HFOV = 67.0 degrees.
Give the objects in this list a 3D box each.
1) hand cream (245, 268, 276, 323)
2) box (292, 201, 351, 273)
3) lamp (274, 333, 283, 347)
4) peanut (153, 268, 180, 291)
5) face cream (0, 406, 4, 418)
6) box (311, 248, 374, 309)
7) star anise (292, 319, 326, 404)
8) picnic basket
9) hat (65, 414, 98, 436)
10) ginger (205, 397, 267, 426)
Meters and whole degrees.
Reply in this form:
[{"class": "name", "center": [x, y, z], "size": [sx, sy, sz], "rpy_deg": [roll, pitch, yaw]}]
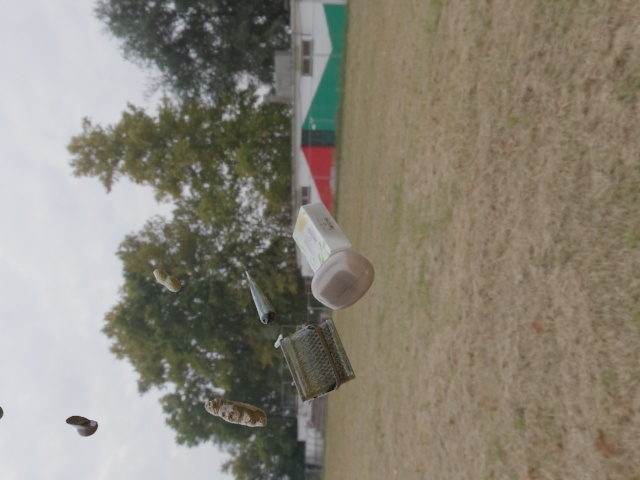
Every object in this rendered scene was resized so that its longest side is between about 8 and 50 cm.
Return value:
[{"class": "hand cream", "center": [-0.211, 0.200, 1.687], "size": [0.235, 0.055, 0.086], "rpy_deg": [57, 169, 44]}, {"class": "box", "center": [0.000, 0.000, 1.988], "size": [0.261, 0.110, 0.195], "rpy_deg": [59, 147, 32]}, {"class": "lamp", "center": [-0.100, 0.460, 2.101], "size": [0.056, 0.198, 0.050], "rpy_deg": [-69, 20, 1]}, {"class": "peanut", "center": [-0.415, 0.108, 1.307], "size": [0.037, 0.083, 0.037], "rpy_deg": [-52, 13, 17]}, {"class": "face cream", "center": [-1.030, 0.445, 1.336], "size": [0.285, 0.139, 0.068], "rpy_deg": [74, -157, -57]}, {"class": "box", "center": [0.061, 0.111, 1.348], "size": [0.200, 0.145, 0.088], "rpy_deg": [-51, 11, 39]}, {"class": "star anise", "center": [-0.036, 0.463, 1.908], "size": [0.292, 0.108, 0.350], "rpy_deg": [64, -147, -65]}, {"class": "picnic basket", "center": [-0.006, 0.309, 1.235], "size": [0.267, 0.139, 0.165], "rpy_deg": [89, 159, -73]}, {"class": "hat", "center": [-0.661, 0.515, 1.331], "size": [0.058, 0.087, 0.042], "rpy_deg": [13, 83, 58]}, {"class": "ginger", "center": [-0.277, 0.576, 1.620], "size": [0.213, 0.137, 0.074], "rpy_deg": [38, -121, -38]}]
